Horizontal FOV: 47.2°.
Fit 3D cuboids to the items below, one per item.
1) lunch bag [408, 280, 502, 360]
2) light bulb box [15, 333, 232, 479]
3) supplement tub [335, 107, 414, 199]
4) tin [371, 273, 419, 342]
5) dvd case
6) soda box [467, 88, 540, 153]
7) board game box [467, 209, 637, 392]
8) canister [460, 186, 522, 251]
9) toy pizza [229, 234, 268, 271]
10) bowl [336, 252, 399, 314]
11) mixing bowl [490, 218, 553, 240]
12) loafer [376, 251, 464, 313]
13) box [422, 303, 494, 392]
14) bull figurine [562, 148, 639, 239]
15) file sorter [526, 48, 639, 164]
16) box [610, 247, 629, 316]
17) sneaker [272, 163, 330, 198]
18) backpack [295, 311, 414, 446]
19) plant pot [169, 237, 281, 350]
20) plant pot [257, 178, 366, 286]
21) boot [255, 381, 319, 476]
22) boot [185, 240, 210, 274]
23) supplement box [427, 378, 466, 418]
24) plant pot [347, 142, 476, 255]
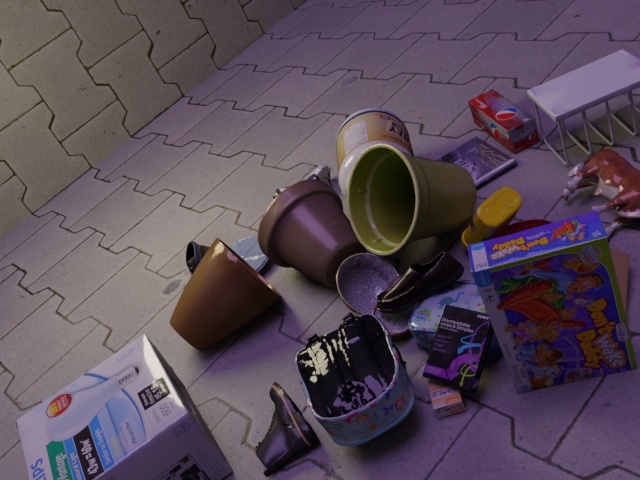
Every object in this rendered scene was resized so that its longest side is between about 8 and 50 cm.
[{"bbox_3d":[0.321,0.170,1.628,0.219,0.090,0.176,1,44,38],"label":"lunch bag"},{"bbox_3d":[-0.451,0.464,1.657,0.361,0.225,0.358,-35,34,-12],"label":"light bulb box"},{"bbox_3d":[0.162,-0.222,2.138,0.228,0.228,0.316,-20,35,12],"label":"supplement tub"},{"bbox_3d":[0.192,0.159,1.744,0.106,0.040,0.189,29,57,13],"label":"tin"},{"bbox_3d":[0.443,-0.223,2.132,0.164,0.018,0.221,-31,34,-5],"label":"dvd case"},{"bbox_3d":[0.542,-0.359,2.184,0.092,0.083,0.263,-27,33,0],"label":"soda box"},{"bbox_3d":[0.438,0.127,1.373,0.233,0.347,0.078,-17,36,17],"label":"board game box"},{"bbox_3d":[0.413,-0.047,1.773,0.126,0.170,0.073,-38,73,-17],"label":"canister"},{"bbox_3d":[-0.228,0.063,2.202,0.201,0.032,0.201,-21,36,17],"label":"toy pizza"},{"bbox_3d":[0.110,0.123,1.822,0.170,0.080,0.170,7,60,-13],"label":"bowl"},{"bbox_3d":[0.481,0.045,1.676,0.181,0.098,0.181,-19,35,14],"label":"mixing bowl"},{"bbox_3d":[0.215,0.089,1.678,0.220,0.078,0.080,-30,19,12],"label":"loafer"},{"bbox_3d":[0.287,0.220,1.513,0.116,0.029,0.162,10,75,39],"label":"box"},{"bbox_3d":[0.707,-0.110,1.721,0.188,0.101,0.310,-28,34,2],"label":"bull figurine"},{"bbox_3d":[0.736,-0.353,1.960,0.278,0.173,0.193,-23,33,6],"label":"file sorter"},{"bbox_3d":[0.560,0.086,1.536,0.164,0.021,0.201,18,55,3],"label":"box"},{"bbox_3d":[-0.073,-0.158,2.336,0.153,0.094,0.235,7,56,29],"label":"sneaker"},{"bbox_3d":[0.079,0.303,1.529,0.225,0.191,0.253,-29,26,3],"label":"backpack"},{"bbox_3d":[-0.276,0.162,1.964,0.254,0.237,0.237,-47,36,-4],"label":"plant pot"},{"bbox_3d":[0.000,0.000,1.975,0.263,0.263,0.229,-38,52,-15],"label":"plant pot"},{"bbox_3d":[-0.105,0.413,1.625,0.137,0.077,0.198,-38,33,-5],"label":"boot"},{"bbox_3d":[-0.357,0.102,2.150,0.082,0.106,0.219,-35,37,35],"label":"boot"},{"bbox_3d":[0.261,0.315,1.525,0.062,0.036,0.098,-20,35,12],"label":"supplement box"},{"bbox_3d":[0.249,-0.107,1.873,0.254,0.276,0.276,-3,19,-34],"label":"plant pot"}]
